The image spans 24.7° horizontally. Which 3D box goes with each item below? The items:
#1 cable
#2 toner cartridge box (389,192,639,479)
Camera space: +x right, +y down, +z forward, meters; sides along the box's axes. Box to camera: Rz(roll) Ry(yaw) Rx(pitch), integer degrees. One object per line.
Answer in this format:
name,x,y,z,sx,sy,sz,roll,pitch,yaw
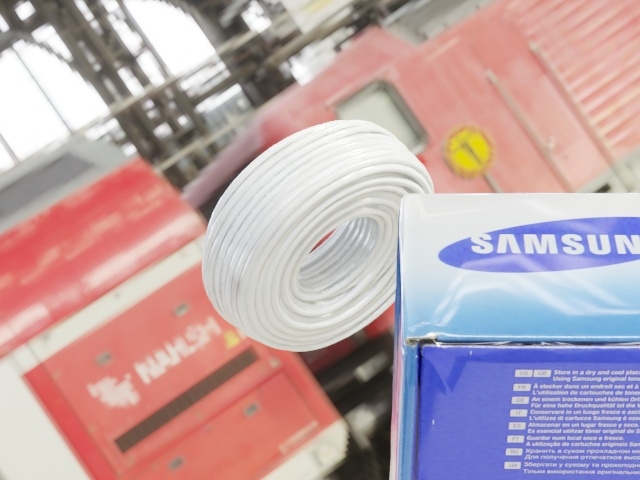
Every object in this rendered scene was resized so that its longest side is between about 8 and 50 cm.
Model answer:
cable,0.000,0.000,1.489,0.257,0.089,0.257,-10,-46,-40
toner cartridge box,0.198,0.067,0.500,0.348,0.165,0.075,0,40,1
